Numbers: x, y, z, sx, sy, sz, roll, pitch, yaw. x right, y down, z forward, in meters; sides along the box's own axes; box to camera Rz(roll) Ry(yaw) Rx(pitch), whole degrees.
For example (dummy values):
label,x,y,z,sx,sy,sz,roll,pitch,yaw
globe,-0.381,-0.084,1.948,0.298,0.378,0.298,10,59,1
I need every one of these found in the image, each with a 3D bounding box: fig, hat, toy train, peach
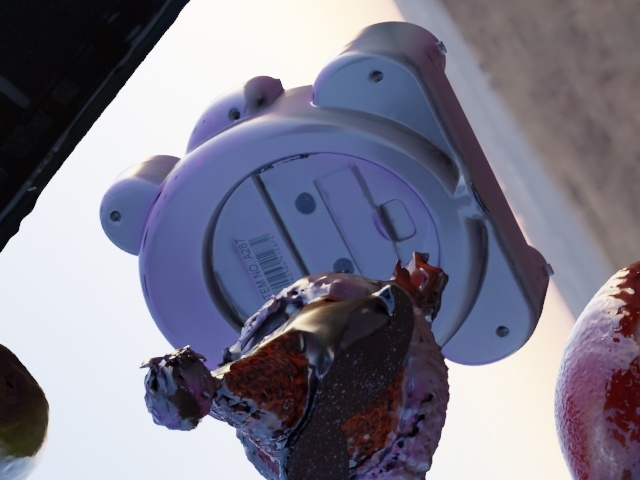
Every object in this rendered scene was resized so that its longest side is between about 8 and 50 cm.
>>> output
label,x,y,z,sx,sy,sz,roll,pitch,yaw
fig,-0.319,0.169,1.822,0.165,0.154,0.144,69,-156,-49
hat,-0.014,0.068,0.974,0.129,0.140,0.227,47,-166,21
toy train,-0.197,-0.001,0.887,0.086,0.409,0.089,41,149,-13
peach,0.268,0.104,1.578,0.154,0.267,0.158,37,145,20

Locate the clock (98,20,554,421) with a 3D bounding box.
label,x,y,z,sx,sy,sz,roll,pitch,yaw
clock,0.000,0.000,1.262,0.227,0.248,0.090,63,-159,-14
